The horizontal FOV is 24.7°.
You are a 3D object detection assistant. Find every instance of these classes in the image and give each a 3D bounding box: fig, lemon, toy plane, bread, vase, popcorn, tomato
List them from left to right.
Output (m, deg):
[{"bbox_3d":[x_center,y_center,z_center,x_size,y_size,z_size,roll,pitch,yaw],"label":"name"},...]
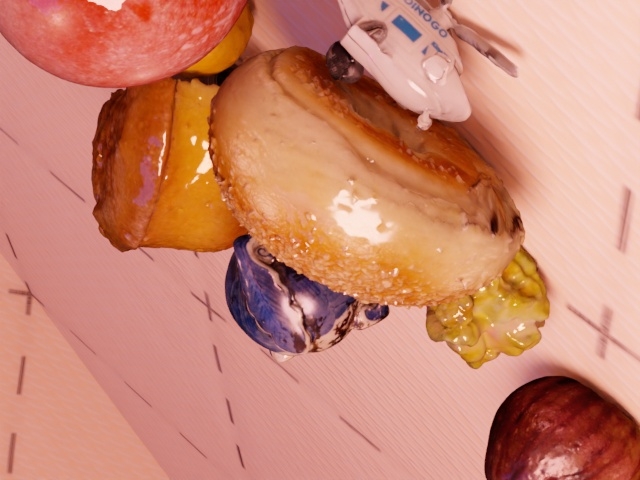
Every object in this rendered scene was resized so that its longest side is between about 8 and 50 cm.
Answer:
[{"bbox_3d":[-0.188,-0.253,1.251,0.227,0.270,0.270,-39,91,24],"label":"tomato"},{"bbox_3d":[-0.159,-0.073,1.653,0.340,0.194,0.179,164,108,-71],"label":"bread"},{"bbox_3d":[-0.131,-0.229,1.549,0.114,0.114,0.155,55,161,-13],"label":"lemon"},{"bbox_3d":[-0.134,-0.186,1.700,0.101,0.053,0.053,8,134,53],"label":"vase"},{"bbox_3d":[0.033,-0.046,1.311,0.305,0.158,0.305,29,-164,-10],"label":"bread"},{"bbox_3d":[0.037,-0.212,1.246,0.182,0.107,0.273,-11,120,54],"label":"toy plane"},{"bbox_3d":[0.158,0.054,1.453,0.145,0.126,0.125,48,-170,-42],"label":"popcorn"},{"bbox_3d":[0.231,0.217,1.513,0.148,0.202,0.149,102,162,-47],"label":"fig"}]

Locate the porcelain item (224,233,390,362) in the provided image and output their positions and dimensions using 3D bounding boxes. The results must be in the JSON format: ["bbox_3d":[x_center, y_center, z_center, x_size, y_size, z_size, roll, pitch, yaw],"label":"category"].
[{"bbox_3d":[0.000,0.000,1.495,0.138,0.288,0.186,-23,98,33],"label":"porcelain item"}]
